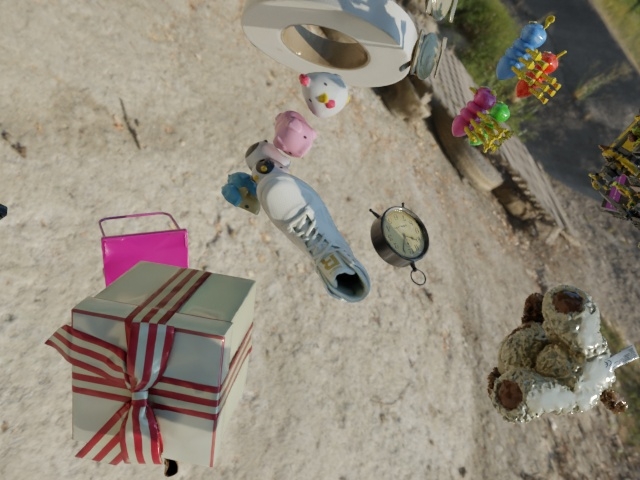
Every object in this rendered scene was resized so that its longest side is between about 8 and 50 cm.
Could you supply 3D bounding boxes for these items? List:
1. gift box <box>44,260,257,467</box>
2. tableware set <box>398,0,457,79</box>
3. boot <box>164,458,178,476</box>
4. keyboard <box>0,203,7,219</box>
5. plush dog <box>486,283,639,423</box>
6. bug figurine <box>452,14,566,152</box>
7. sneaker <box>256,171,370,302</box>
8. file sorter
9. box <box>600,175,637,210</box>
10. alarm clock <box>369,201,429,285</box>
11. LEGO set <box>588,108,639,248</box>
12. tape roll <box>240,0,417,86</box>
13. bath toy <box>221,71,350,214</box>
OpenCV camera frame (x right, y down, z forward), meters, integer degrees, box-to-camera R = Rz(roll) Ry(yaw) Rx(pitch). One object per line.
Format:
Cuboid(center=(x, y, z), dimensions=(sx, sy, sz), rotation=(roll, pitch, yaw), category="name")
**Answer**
Cuboid(center=(-0.262, 0.195, 0.870), dimensions=(0.258, 0.276, 0.255), rotation=(-72, 166, -72), category="gift box")
Cuboid(center=(0.202, -0.403, 1.021), dimensions=(0.039, 0.194, 0.128), rotation=(23, 22, 28), category="tableware set")
Cuboid(center=(-0.431, 0.460, 1.504), dimensions=(0.096, 0.264, 0.280), rotation=(2, 35, -12), category="boot")
Cuboid(center=(-0.571, -0.068, 0.834), dimensions=(0.023, 0.108, 0.180), rotation=(57, 6, 30), category="keyboard")
Cuboid(center=(0.419, 0.223, 1.012), dimensions=(0.210, 0.263, 0.225), rotation=(32, -3, -14), category="plush dog")
Cuboid(center=(0.308, -0.245, 0.892), dimensions=(0.072, 0.216, 0.279), rotation=(45, 22, 17), category="bug figurine")
Cuboid(center=(0.000, 0.000, 1.048), dimensions=(0.292, 0.108, 0.169), rotation=(47, 5, -32), category="sneaker")
Cuboid(center=(-0.467, 0.088, 1.441), dimensions=(0.202, 0.291, 0.182), rotation=(-7, 24, -25), category="file sorter")
Cuboid(center=(0.575, -0.091, 0.918), dimensions=(0.029, 0.162, 0.116), rotation=(-2, 109, -45), category="box")
Cuboid(center=(0.178, 0.012, 1.186), dimensions=(0.129, 0.064, 0.192), rotation=(-12, 69, -36), category="alarm clock")
Cuboid(center=(0.470, 0.002, 0.704), dimensions=(0.331, 0.192, 0.255), rotation=(40, 13, -7), category="LEGO set")
Cuboid(center=(0.017, -0.454, 1.207), dimensions=(0.392, 0.391, 0.072), rotation=(20, 85, -47), category="tape roll")
Cuboid(center=(-0.075, -0.217, 1.174), dimensions=(0.151, 0.348, 0.129), rotation=(50, 20, 28), category="bath toy")
